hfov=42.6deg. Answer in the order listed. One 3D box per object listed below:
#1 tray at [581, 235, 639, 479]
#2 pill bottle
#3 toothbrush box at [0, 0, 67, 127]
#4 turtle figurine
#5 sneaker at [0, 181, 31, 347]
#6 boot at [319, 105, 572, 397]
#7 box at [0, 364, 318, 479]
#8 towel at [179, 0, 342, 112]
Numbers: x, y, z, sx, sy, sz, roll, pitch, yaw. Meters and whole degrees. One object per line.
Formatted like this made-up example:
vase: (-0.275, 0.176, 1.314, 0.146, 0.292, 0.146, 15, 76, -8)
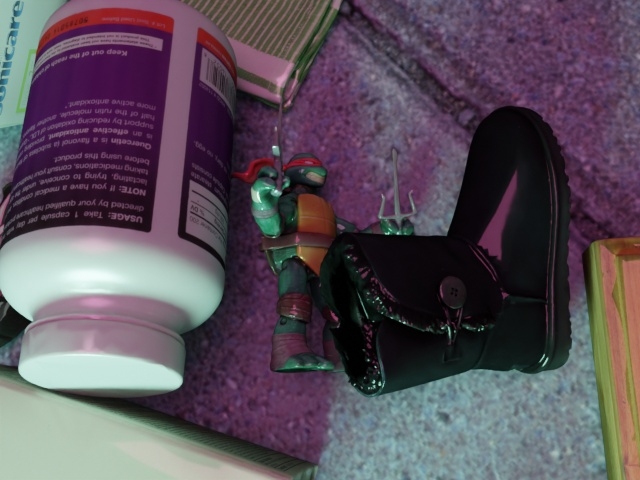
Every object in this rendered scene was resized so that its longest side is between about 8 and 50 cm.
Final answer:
tray: (0.344, 0.198, 0.665, 0.203, 0.076, 0.410, -4, 77, 7)
pill bottle: (-0.168, -0.039, 0.702, 0.182, 0.181, 0.322, -3, 65, 8)
toothbrush box: (-0.403, -0.256, 0.804, 0.283, 0.122, 0.206, 25, 110, 14)
turtle figurine: (0.000, 0.000, 0.738, 0.175, 0.118, 0.234, 4, 78, -32)
sneaker: (-0.310, 0.021, 0.808, 0.077, 0.072, 0.178, 19, 74, 24)
boot: (0.103, 0.000, 0.682, 0.207, 0.094, 0.246, 1, 82, -29)
box: (-0.173, 0.205, 0.703, 0.311, 0.148, 0.121, 15, 82, 13)
towel: (-0.068, -0.318, 0.848, 0.248, 0.038, 0.324, 24, 83, 13)
